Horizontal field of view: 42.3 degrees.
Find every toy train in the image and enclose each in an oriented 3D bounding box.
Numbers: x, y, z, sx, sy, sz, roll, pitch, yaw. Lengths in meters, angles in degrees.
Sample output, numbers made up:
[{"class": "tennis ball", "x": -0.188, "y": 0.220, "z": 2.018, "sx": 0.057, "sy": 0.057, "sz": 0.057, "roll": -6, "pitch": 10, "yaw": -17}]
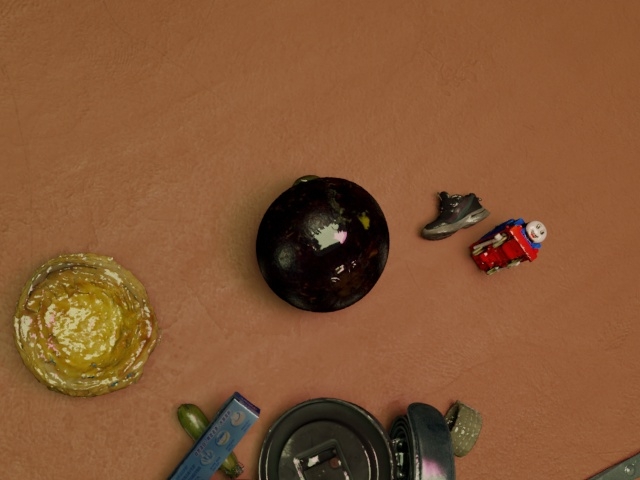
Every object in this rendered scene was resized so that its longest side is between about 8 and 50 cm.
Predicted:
[{"class": "toy train", "x": 0.405, "y": 0.008, "z": 1.772, "sx": 0.131, "sy": 0.204, "sz": 0.083, "roll": -35, "pitch": 90, "yaw": -20}]

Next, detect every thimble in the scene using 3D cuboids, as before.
[{"class": "thimble", "x": 0.294, "y": 0.396, "z": 1.743, "sx": 0.062, "sy": 0.084, "sz": 0.110, "roll": 32, "pitch": 63, "yaw": -8}]

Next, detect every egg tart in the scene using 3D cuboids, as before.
[{"class": "egg tart", "x": -0.445, "y": 0.165, "z": 1.602, "sx": 0.290, "sy": 0.107, "sz": 0.291, "roll": 1, "pitch": 82, "yaw": -8}]

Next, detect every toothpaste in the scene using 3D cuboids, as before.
[{"class": "toothpaste", "x": -0.223, "y": 0.417, "z": 1.592, "sx": 0.066, "sy": 0.053, "sz": 0.272, "roll": 37, "pitch": 94, "yaw": -5}]

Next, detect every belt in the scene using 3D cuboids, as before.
[{"class": "belt", "x": 0.190, "y": 0.458, "z": 1.644, "sx": 0.116, "sy": 0.206, "sz": 0.268, "roll": 5, "pitch": 77, "yaw": -12}]

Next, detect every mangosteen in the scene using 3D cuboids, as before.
[{"class": "mangosteen", "x": 0.000, "y": 0.000, "z": 1.657, "sx": 0.288, "sy": 0.288, "sz": 0.288, "roll": 2, "pitch": 80, "yaw": -13}]

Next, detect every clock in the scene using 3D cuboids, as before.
[{"class": "clock", "x": 0.015, "y": 0.448, "z": 1.617, "sx": 0.280, "sy": 0.055, "sz": 0.281, "roll": -4, "pitch": 79, "yaw": 19}]

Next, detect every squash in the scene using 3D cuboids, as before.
[{"class": "squash", "x": -0.220, "y": 0.397, "z": 1.641, "sx": 0.052, "sy": 0.052, "sz": 0.183, "roll": -41, "pitch": 93, "yaw": -16}]

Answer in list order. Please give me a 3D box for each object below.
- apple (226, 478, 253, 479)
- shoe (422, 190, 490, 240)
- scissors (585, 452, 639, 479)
[{"class": "apple", "x": -0.175, "y": 0.562, "z": 1.523, "sx": 0.260, "sy": 0.261, "sz": 0.194, "roll": -17, "pitch": 57, "yaw": -15}, {"class": "shoe", "x": 0.287, "y": -0.065, "z": 1.828, "sx": 0.169, "sy": 0.071, "sz": 0.099, "roll": -21, "pitch": 83, "yaw": -19}, {"class": "scissors", "x": 0.723, "y": 0.499, "z": 1.853, "sx": 0.447, "sy": 0.029, "sz": 0.193, "roll": -18, "pitch": 85, "yaw": -16}]
